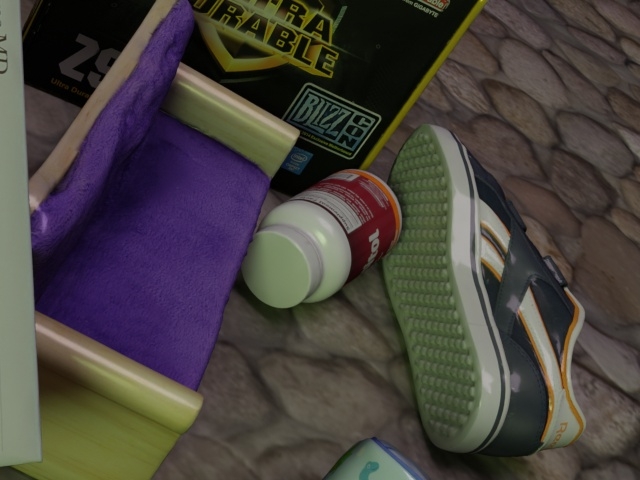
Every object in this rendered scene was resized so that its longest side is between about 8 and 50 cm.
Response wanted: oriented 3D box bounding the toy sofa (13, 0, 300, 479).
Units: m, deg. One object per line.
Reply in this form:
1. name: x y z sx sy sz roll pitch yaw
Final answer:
1. toy sofa: -0.117 -0.010 0.857 0.150 0.177 0.362 30 32 -9

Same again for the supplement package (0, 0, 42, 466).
1. supplement package: -0.252 -0.015 0.609 0.145 0.204 0.262 0 83 -42

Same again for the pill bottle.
1. pill bottle: 0.000 0.000 1.034 0.086 0.086 0.152 42 34 10

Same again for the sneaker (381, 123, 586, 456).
1. sneaker: 0.138 0.044 1.072 0.127 0.126 0.321 13 50 -25

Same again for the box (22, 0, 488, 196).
1. box: -0.063 -0.190 1.059 0.322 0.257 0.079 23 36 -20

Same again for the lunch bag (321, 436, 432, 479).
1. lunch bag: 0.082 0.216 0.764 0.219 0.090 0.176 42 -8 4
